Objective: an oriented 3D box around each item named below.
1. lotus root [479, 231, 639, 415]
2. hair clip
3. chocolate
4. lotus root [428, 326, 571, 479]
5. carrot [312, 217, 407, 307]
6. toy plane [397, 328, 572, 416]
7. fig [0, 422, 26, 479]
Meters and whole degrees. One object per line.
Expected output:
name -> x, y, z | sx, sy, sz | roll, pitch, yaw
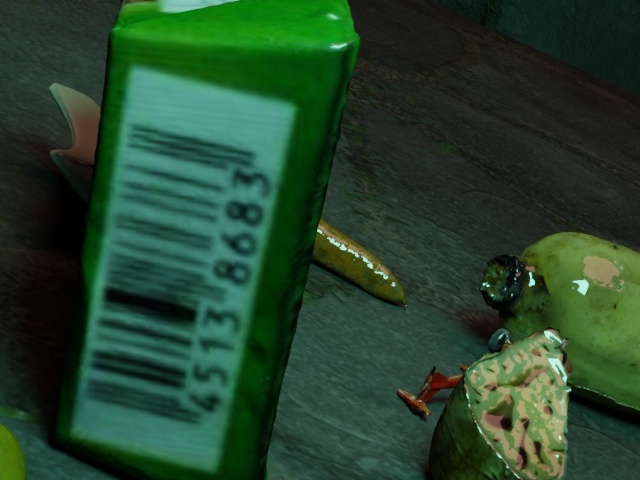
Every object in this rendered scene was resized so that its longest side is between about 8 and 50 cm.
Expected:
lotus root -> 0.291, 0.085, 1.411 | 0.284, 0.160, 0.146 | 22, -19, -16
hair clip -> -0.129, -0.037, 1.293 | 0.282, 0.113, 0.172 | 13, 24, -19
chocolate -> -0.087, -0.038, 1.021 | 0.161, 0.360, 0.341 | 10, 24, -8
lotus root -> 0.138, 0.156, 1.112 | 0.095, 0.135, 0.159 | 22, 35, -9
carrot -> 0.000, 0.000, 1.421 | 0.224, 0.057, 0.057 | 32, 22, 5
toy plane -> 0.158, 0.124, 1.292 | 0.194, 0.077, 0.126 | 8, 18, -20
fig -> -0.206, 0.150, 0.806 | 0.074, 0.074, 0.088 | 5, 56, -43
